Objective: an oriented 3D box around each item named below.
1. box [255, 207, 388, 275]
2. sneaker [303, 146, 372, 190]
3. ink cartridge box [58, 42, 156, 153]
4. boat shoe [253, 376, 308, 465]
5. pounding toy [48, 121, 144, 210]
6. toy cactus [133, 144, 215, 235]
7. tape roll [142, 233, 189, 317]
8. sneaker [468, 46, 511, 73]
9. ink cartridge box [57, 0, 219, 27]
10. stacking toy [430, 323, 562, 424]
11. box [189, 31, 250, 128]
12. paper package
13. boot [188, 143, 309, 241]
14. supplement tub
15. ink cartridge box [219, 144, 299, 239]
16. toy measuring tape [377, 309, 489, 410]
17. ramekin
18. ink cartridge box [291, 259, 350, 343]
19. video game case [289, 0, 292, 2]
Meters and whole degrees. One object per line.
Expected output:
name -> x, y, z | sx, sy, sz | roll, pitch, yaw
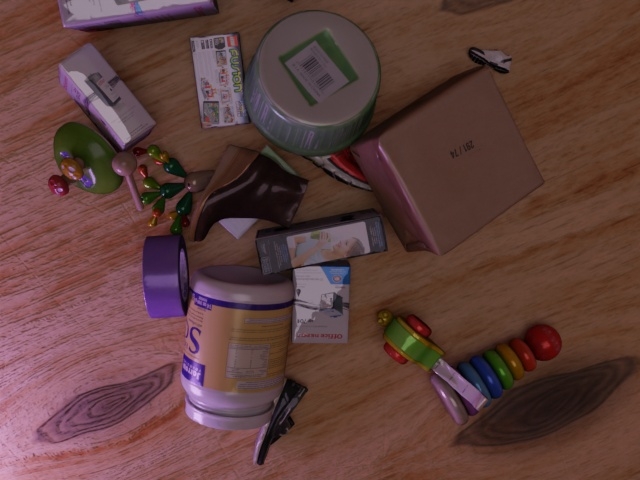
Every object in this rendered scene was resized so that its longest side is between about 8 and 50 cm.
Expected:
box -> 0.000, 0.000, 1.784 | 0.290, 0.169, 0.087 | -10, 98, 0
sneaker -> 0.039, -0.211, 1.782 | 0.279, 0.107, 0.118 | 34, 91, -9
ink cartridge box -> -0.471, -0.306, 1.698 | 0.092, 0.158, 0.218 | -39, 99, -16
boat shoe -> -0.104, 0.452, 1.896 | 0.079, 0.084, 0.233 | 23, 95, -6
pounding toy -> -0.517, -0.146, 1.698 | 0.237, 0.110, 0.183 | 25, 139, 16
toy cactus -> -0.330, -0.127, 1.784 | 0.180, 0.112, 0.219 | -18, 92, -10
tape roll -> -0.350, 0.082, 1.765 | 0.080, 0.189, 0.189 | -3, 100, -3
sneaker -> 0.396, -0.428, 1.801 | 0.109, 0.040, 0.044 | 22, 82, -10
ink cartridge box -> -0.382, -0.530, 1.639 | 0.306, 0.226, 0.131 | -11, 102, -3
stacking toy -> 0.439, 0.309, 1.884 | 0.330, 0.141, 0.141 | -31, 100, -2
box -> -0.229, -0.365, 1.771 | 0.114, 0.036, 0.207 | -6, 100, -2
paper package -> 0.284, -0.172, 1.726 | 0.325, 0.168, 0.309 | -34, 102, -16
boot -> -0.163, -0.072, 1.733 | 0.207, 0.090, 0.248 | 27, 93, -6
supplement tub -> -0.193, 0.239, 1.774 | 0.241, 0.241, 0.331 | 7, 99, -4
ink cartridge box -> -0.159, -0.115, 1.805 | 0.109, 0.062, 0.209 | 44, 94, -9
toy measuring tape -> 0.247, 0.272, 1.804 | 0.330, 0.121, 0.121 | 42, 96, 28
ramekin -> -0.013, -0.348, 1.684 | 0.303, 0.148, 0.303 | 1, 80, -8
ink cartridge box -> -0.001, 0.146, 1.851 | 0.139, 0.082, 0.191 | 0, 98, -3
video game case -> -0.160, -0.612, 1.625 | 0.275, 0.248, 0.035 | 33, 94, -8
